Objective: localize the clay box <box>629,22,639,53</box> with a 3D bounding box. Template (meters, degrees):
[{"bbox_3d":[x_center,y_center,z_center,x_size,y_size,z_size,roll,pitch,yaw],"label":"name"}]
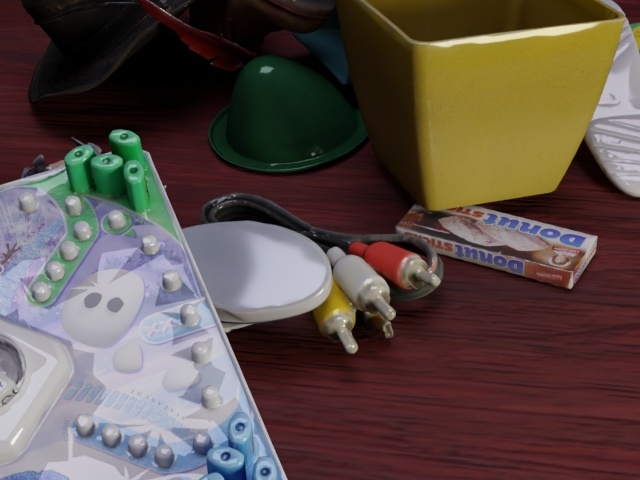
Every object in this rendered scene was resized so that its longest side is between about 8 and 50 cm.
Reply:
[{"bbox_3d":[0.409,-0.187,1.481,0.127,0.053,0.222,-10,37,-9],"label":"clay box"}]

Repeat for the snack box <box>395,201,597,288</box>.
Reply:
[{"bbox_3d":[0.163,-0.001,1.280,0.178,0.022,0.064,15,39,26],"label":"snack box"}]

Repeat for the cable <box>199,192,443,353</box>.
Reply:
[{"bbox_3d":[0.000,0.000,1.246,0.139,0.072,0.287,-34,46,-18],"label":"cable"}]

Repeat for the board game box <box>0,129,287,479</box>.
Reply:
[{"bbox_3d":[-0.267,0.104,1.057,0.389,0.050,0.390,-18,54,-12],"label":"board game box"}]

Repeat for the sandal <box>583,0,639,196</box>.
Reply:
[{"bbox_3d":[0.293,-0.139,1.422,0.101,0.076,0.265,-14,57,2],"label":"sandal"}]

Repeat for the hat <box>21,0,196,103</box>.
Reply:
[{"bbox_3d":[-0.240,-0.306,1.526,0.331,0.134,0.331,-32,27,18],"label":"hat"}]

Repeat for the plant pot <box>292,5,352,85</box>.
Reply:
[{"bbox_3d":[0.114,-0.284,1.548,0.234,0.166,0.165,-4,30,-24],"label":"plant pot"}]

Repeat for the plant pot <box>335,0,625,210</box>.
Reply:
[{"bbox_3d":[0.143,-0.149,1.326,0.212,0.187,0.212,-9,30,-17],"label":"plant pot"}]

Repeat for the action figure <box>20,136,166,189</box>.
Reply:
[{"bbox_3d":[-0.271,-0.010,1.285,0.285,0.099,0.185,-22,32,-28],"label":"action figure"}]

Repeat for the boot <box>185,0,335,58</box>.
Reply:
[{"bbox_3d":[-0.074,-0.244,1.519,0.112,0.115,0.305,14,8,-26],"label":"boot"}]

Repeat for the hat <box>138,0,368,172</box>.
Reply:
[{"bbox_3d":[-0.048,-0.188,1.421,0.208,0.184,0.173,-31,43,-32],"label":"hat"}]

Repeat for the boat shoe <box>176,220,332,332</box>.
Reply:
[{"bbox_3d":[-0.111,0.042,1.191,0.258,0.084,0.095,2,58,15],"label":"boat shoe"}]
